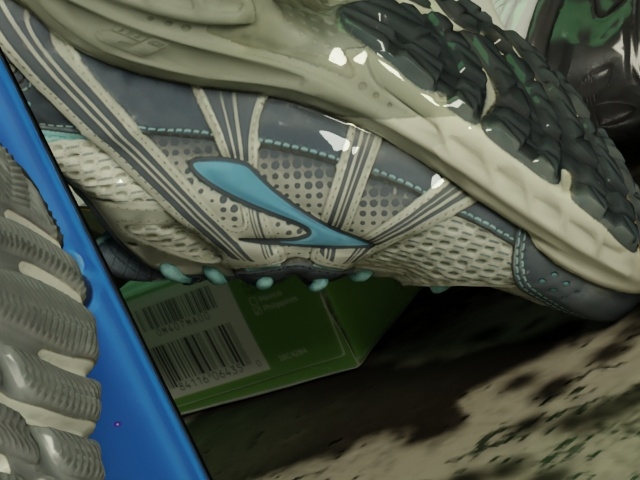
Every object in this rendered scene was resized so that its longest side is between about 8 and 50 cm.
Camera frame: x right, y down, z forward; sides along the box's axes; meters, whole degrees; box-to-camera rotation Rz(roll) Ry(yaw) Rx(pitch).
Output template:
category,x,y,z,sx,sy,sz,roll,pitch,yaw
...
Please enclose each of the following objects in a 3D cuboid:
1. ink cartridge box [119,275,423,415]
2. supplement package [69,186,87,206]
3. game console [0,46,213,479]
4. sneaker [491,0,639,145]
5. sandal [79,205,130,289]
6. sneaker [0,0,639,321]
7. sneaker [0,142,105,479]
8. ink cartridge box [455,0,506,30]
category,x,y,z,sx,sy,sz,roll,pitch,yaw
ink cartridge box,0.000,0.000,0.716,0.109,0.062,0.209,-19,13,30
supplement package,-0.136,-0.075,0.835,0.262,0.199,0.198,-30,-17,-21
game console,-0.190,0.008,0.513,0.173,0.293,0.250,-28,12,-18
sneaker,0.173,-0.130,0.725,0.153,0.101,0.269,3,43,26
sandal,-0.162,0.068,0.657,0.219,0.090,0.060,-36,26,-14
sneaker,-0.014,-0.035,0.514,0.122,0.283,0.110,-53,22,27
sneaker,-0.114,0.073,0.353,0.132,0.229,0.086,-32,-35,16
ink cartridge box,-0.009,-0.101,0.664,0.134,0.078,0.231,-2,38,-11
